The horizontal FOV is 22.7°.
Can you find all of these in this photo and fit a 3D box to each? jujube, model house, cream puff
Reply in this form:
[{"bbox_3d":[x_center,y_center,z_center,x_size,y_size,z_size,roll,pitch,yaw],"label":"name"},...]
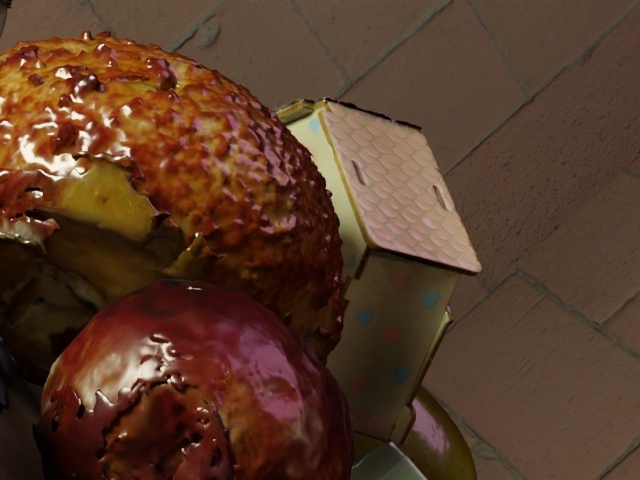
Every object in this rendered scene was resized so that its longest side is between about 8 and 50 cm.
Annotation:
[{"bbox_3d":[-0.070,0.110,0.929,0.183,0.183,0.243,48,-1,1],"label":"jujube"},{"bbox_3d":[0.000,0.000,1.365,0.169,0.244,0.326,13,11,-37],"label":"model house"},{"bbox_3d":[-0.135,-0.019,1.150,0.350,0.228,0.350,11,-31,7],"label":"cream puff"}]

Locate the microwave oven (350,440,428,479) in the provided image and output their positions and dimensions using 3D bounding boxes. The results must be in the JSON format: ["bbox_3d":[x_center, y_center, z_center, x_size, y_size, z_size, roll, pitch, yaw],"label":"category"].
[{"bbox_3d":[0.061,0.302,1.285,0.237,0.181,0.295,49,-5,10],"label":"microwave oven"}]

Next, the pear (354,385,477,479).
[{"bbox_3d":[0.027,0.256,1.671,0.321,0.269,0.269,58,-7,-14],"label":"pear"}]

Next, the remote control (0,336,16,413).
[{"bbox_3d":[-0.256,-0.013,0.894,0.144,0.062,0.399,52,-6,-31],"label":"remote control"}]

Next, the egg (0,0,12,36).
[{"bbox_3d":[-0.513,-0.252,1.825,0.286,0.174,0.264,21,-4,5],"label":"egg"}]
